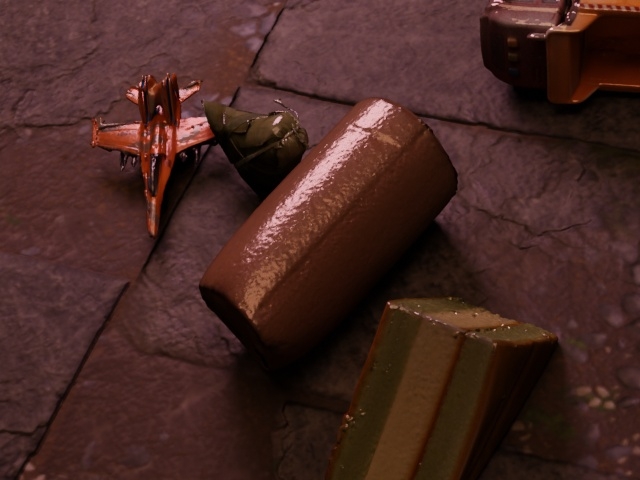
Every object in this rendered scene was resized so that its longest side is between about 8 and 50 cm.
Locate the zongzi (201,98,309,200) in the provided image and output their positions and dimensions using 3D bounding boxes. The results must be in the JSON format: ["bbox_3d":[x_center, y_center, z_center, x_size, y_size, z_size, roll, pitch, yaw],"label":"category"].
[{"bbox_3d":[-0.064,-0.105,1.753,0.055,0.109,0.119,-36,79,-25],"label":"zongzi"}]

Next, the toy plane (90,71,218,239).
[{"bbox_3d":[-0.150,-0.074,1.809,0.135,0.062,0.188,-6,64,7],"label":"toy plane"}]

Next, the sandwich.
[{"bbox_3d":[0.100,0.145,1.597,0.117,0.144,0.187,21,93,26],"label":"sandwich"}]

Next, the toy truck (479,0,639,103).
[{"bbox_3d":[0.286,-0.195,1.780,0.270,0.114,0.135,5,47,13],"label":"toy truck"}]

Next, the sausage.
[{"bbox_3d":[0.000,0.000,1.667,0.123,0.123,0.253,28,60,30],"label":"sausage"}]
